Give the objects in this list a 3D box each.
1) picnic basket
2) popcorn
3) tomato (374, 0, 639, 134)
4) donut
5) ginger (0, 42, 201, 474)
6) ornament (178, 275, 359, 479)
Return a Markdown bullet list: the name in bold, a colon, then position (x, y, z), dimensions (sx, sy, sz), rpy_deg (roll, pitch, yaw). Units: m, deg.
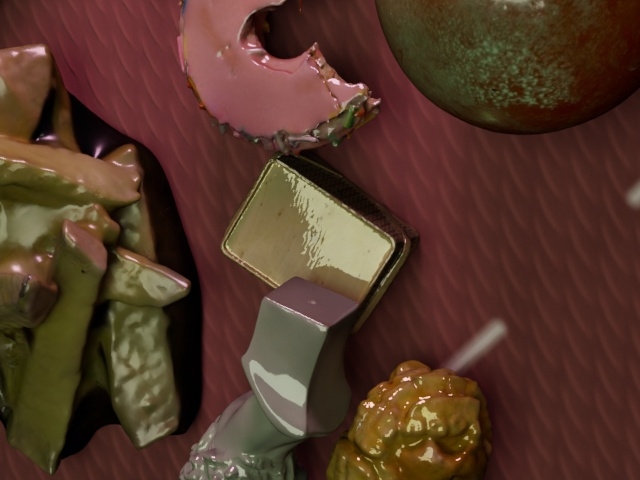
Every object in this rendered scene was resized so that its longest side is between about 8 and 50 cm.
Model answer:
- **picnic basket**: position (0.000, 0.000, 1.653), dimensions (0.164, 0.079, 0.115), rpy_deg (37, 107, 12)
- **popcorn**: position (0.080, 0.211, 1.626), dimensions (0.163, 0.140, 0.194), rpy_deg (-1, 107, 13)
- **tomato**: position (0.162, -0.225, 1.457), dimensions (0.270, 0.222, 0.270), rpy_deg (-33, 49, 50)
- **donut**: position (-0.037, -0.193, 1.627), dimensions (0.199, 0.085, 0.233), rpy_deg (-3, 88, 25)
- **ginger**: position (-0.316, 0.044, 1.713), dimensions (0.358, 0.211, 0.413), rpy_deg (-24, 89, 24)
- **ornament**: position (-0.043, 0.165, 1.618), dimensions (0.120, 0.130, 0.285), rpy_deg (37, 132, 14)
